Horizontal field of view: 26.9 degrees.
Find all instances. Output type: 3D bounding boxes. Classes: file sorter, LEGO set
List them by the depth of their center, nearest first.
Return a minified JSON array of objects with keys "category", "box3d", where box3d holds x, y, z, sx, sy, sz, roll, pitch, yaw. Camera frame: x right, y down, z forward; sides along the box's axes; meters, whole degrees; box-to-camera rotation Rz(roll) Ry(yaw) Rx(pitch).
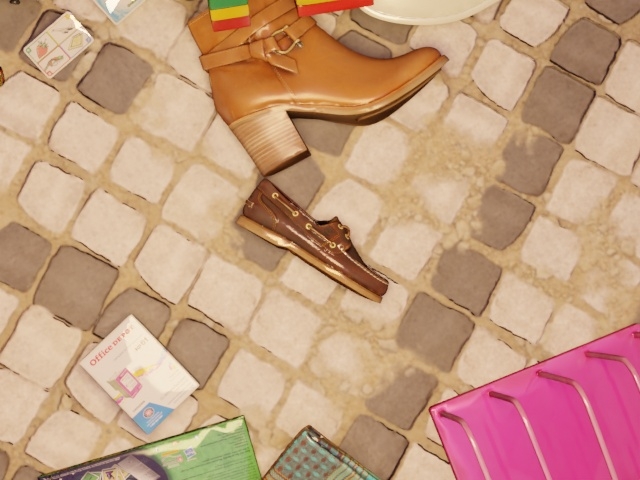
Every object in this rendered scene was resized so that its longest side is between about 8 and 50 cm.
[{"category":"file sorter","box3d":[0.313,0.246,1.596,0.290,0.182,0.202,-21,89,-6]},{"category":"LEGO set","box3d":[-0.341,-0.295,1.601,0.244,0.060,0.182,-39,107,6]}]

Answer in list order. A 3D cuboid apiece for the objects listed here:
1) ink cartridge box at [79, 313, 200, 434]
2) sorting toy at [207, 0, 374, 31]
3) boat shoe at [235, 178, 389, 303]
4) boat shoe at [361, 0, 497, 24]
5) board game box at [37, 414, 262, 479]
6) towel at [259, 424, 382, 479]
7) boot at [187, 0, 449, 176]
[{"category":"ink cartridge box","box3d":[-0.219,0.161,1.617,0.088,0.052,0.122,-44,90,-6]},{"category":"sorting toy","box3d":[-0.060,-0.354,1.586,0.257,0.089,0.255,-10,43,-4]},{"category":"boat shoe","box3d":[0.000,0.000,1.636,0.207,0.073,0.073,32,87,-3]},{"category":"boat shoe","box3d":[0.188,-0.350,1.668,0.319,0.099,0.116,-18,110,-4]},{"category":"board game box","box3d":[-0.198,0.313,1.623,0.259,0.030,0.136,-15,86,-6]},{"category":"towel","box3d":[0.051,0.423,1.588,0.370,0.040,0.271,37,106,-4]},{"category":"boot","box3d":[-0.006,-0.233,1.645,0.283,0.109,0.220,-27,85,1]}]
